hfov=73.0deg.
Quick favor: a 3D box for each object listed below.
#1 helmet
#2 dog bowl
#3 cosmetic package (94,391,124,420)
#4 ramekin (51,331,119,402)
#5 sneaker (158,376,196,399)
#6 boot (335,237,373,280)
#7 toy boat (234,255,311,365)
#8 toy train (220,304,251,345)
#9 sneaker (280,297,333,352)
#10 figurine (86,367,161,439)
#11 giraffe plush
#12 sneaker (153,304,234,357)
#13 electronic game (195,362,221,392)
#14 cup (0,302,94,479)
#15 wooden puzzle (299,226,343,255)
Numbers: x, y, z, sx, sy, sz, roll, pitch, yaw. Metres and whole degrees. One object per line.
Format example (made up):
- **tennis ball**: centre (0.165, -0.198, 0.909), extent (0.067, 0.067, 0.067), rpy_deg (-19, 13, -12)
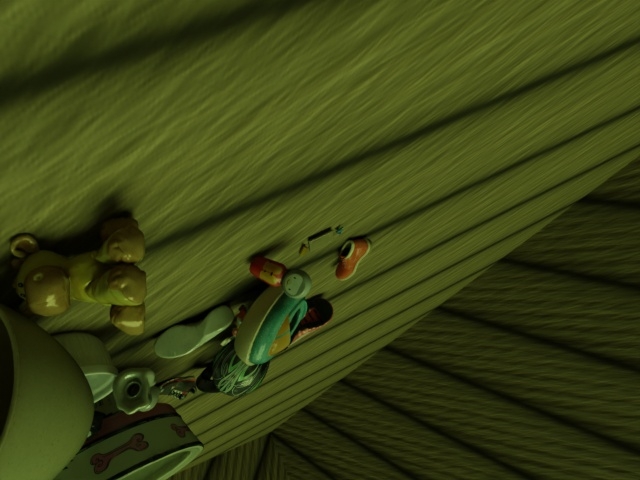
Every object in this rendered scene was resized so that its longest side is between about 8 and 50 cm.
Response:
- **helmet**: centre (-0.235, 0.370, 1.269), extent (0.169, 0.169, 0.161), rpy_deg (-51, 178, 37)
- **dog bowl**: centre (-0.523, 0.574, 1.117), extent (0.408, 0.150, 0.408), rpy_deg (-28, 156, -14)
- **cosmetic package**: centre (-0.610, 0.474, 1.164), extent (0.153, 0.129, 0.296), rpy_deg (-19, 154, -27)
- **ramekin**: centre (-0.541, 0.280, 0.902), extent (0.207, 0.109, 0.207), rpy_deg (-24, 154, -12)
- **sneaker**: centre (-0.471, 0.497, 1.437), extent (0.061, 0.065, 0.158), rpy_deg (-43, 153, 25)
- **boot**: centre (0.073, 0.054, 1.230), extent (0.084, 0.059, 0.158), rpy_deg (0, 133, -43)
- **toy boat**: centre (-0.103, 0.173, 1.075), extent (0.267, 0.148, 0.318), rpy_deg (-54, 160, -42)
- **toy train**: centre (-0.222, 0.222, 1.209), extent (0.166, 0.046, 0.125), rpy_deg (-49, 160, 30)
- **sneaker**: centre (-0.101, 0.305, 1.433), extent (0.313, 0.116, 0.136), rpy_deg (-22, 159, -14)
- **figurine**: centre (-0.453, 0.362, 0.938), extent (0.215, 0.092, 0.209), rpy_deg (-21, 162, -22)
- **giraffe plush**: centre (-0.367, 0.055, 0.655), extent (0.170, 0.181, 0.210), rpy_deg (-2, 179, -30)
- **sneaker**: centre (-0.323, 0.246, 1.132), extent (0.212, 0.080, 0.094), rpy_deg (-24, 166, -17)
- **electronic game**: centre (-0.293, 0.436, 1.421), extent (0.229, 0.048, 0.229), rpy_deg (-11, -172, 2)
- **cup**: centre (-0.495, 0.265, 0.650), extent (0.331, 0.331, 0.237), rpy_deg (-31, 154, 1)
- **wooden puzzle**: centre (0.000, 0.000, 1.093), extent (0.116, 0.014, 0.078), rpy_deg (-22, 158, -17)
